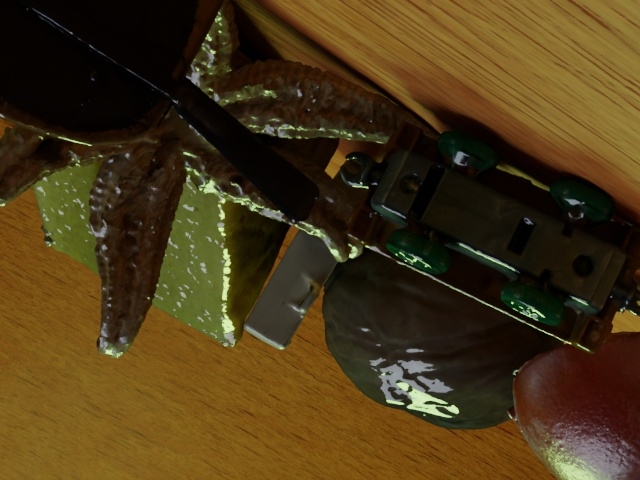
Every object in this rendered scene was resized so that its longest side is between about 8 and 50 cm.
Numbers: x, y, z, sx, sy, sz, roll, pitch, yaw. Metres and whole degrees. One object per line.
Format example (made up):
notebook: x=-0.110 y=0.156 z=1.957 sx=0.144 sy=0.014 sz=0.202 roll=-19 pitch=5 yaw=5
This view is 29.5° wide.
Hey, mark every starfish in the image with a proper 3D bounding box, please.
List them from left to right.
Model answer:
starfish: x=-0.086 y=-0.069 z=0.810 sx=0.327 sy=0.375 sz=0.094 roll=92 pitch=158 yaw=-47

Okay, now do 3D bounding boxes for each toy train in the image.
toy train: x=0.118 y=-0.001 z=0.824 sx=0.227 sy=0.091 sz=0.136 roll=25 pitch=174 yaw=8

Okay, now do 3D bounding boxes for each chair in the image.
chair: x=-0.088 y=-0.127 z=0.442 sx=0.158 sy=0.172 sz=0.247 roll=32 pitch=170 yaw=-32

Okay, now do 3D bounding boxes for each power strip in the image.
power strip: x=0.000 y=0.000 z=1.117 sx=0.043 sy=0.106 sz=0.367 roll=31 pitch=-166 yaw=0

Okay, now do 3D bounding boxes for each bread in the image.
bread: x=-0.163 y=-0.084 z=0.997 sx=0.233 sy=0.245 sz=0.361 roll=28 pitch=178 yaw=17

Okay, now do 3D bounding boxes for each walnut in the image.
walnut: x=0.113 y=0.075 z=1.133 sx=0.224 sy=0.224 sz=0.224 roll=31 pitch=177 yaw=2

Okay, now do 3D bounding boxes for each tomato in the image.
tomato: x=0.264 y=0.161 z=0.991 sx=0.228 sy=0.112 sz=0.199 roll=-24 pitch=137 yaw=36

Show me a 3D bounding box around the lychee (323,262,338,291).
lychee: x=0.078 y=0.040 z=1.433 sx=0.171 sy=0.171 sz=0.171 roll=31 pitch=177 yaw=2
